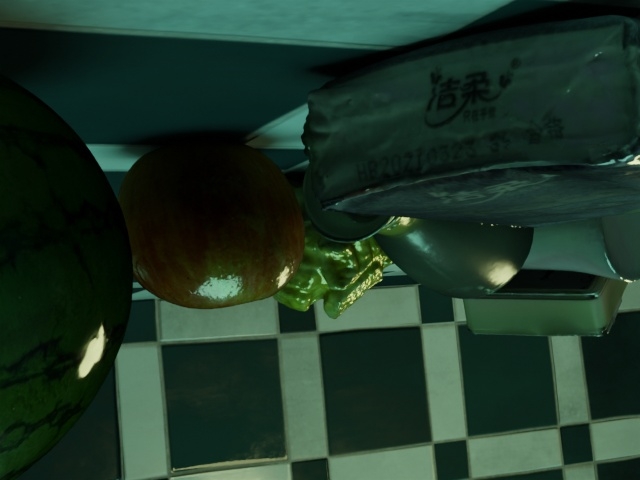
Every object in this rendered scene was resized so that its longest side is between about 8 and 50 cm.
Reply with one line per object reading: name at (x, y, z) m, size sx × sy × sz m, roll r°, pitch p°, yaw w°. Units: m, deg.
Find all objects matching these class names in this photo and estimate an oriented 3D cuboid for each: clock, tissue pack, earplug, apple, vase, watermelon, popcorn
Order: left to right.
watermelon at (-0.304, 0.028, 0.775) m, size 0.363 × 0.363 × 0.363 m, roll -5°, pitch 174°, yaw -1°
apple at (-0.114, -0.015, 1.213) m, size 0.195 × 0.173 × 0.160 m, roll -8°, pitch 176°, yaw -6°
popcorn at (0.000, -0.001, 1.480) m, size 0.186 × 0.187 × 0.167 m, roll 4°, pitch 138°, yaw 18°
vase at (0.112, -0.036, 1.335) m, size 0.173 × 0.173 × 0.321 m, roll -9°, pitch 166°, yaw 28°
earplug at (0.267, -0.031, 1.534) m, size 0.301 × 0.172 × 0.172 m, roll -2°, pitch 177°, yaw 40°
clock at (0.303, 0.063, 1.575) m, size 0.192 × 0.071 × 0.147 m, roll 0°, pitch -153°, yaw 29°
tissue pack at (0.213, -0.089, 1.033) m, size 0.288 × 0.124 × 0.394 m, roll -10°, pitch 172°, yaw 35°
